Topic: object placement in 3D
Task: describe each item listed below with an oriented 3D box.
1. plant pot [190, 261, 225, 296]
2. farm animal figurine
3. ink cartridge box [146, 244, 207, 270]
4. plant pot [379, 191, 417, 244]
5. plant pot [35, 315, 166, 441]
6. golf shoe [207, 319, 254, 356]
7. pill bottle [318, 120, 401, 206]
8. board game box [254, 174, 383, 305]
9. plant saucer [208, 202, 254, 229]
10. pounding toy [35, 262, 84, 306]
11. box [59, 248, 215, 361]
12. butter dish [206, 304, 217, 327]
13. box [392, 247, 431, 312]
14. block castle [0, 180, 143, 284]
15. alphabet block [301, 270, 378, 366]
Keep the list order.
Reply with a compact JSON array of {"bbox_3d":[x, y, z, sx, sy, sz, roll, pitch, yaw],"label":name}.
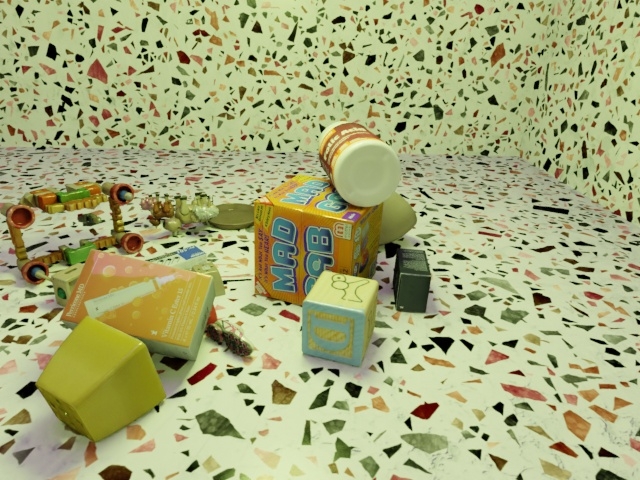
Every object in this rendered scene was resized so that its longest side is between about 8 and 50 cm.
[{"bbox_3d":[-0.409,0.139,1.721,0.109,0.096,0.109,-12,29,-27],"label":"plant pot"},{"bbox_3d":[-0.635,-0.116,2.167,0.327,0.172,0.330,-8,16,-18],"label":"farm animal figurine"},{"bbox_3d":[-0.558,0.082,1.886,0.207,0.046,0.097,-20,35,-40],"label":"ink cartridge box"},{"bbox_3d":[0.253,-0.089,2.125,0.284,0.284,0.191,26,68,40],"label":"plant pot"},{"bbox_3d":[-0.536,0.346,1.162,0.212,0.212,0.187,15,41,25],"label":"plant pot"},{"bbox_3d":[-0.257,0.285,1.458,0.186,0.067,0.086,22,30,36],"label":"golf shoe"},{"bbox_3d":[0.117,-0.286,1.692,0.224,0.224,0.392,-3,25,-11],"label":"pill bottle"},{"bbox_3d":[0.000,0.000,1.750,0.356,0.356,0.356,13,27,19],"label":"board game box"},{"bbox_3d":[-0.421,-0.116,2.330,0.278,0.041,0.278,2,24,-1],"label":"plant saucer"},{"bbox_3d":[-0.849,0.146,1.621,0.100,0.130,0.141,14,27,23],"label":"pounding toy"},{"bbox_3d":[-0.496,0.186,1.360,0.345,0.168,0.215,12,63,-2],"label":"box"},{"bbox_3d":[-0.430,0.221,1.533,0.160,0.160,0.118,-14,-13,-32],"label":"butter dish"},{"bbox_3d":[0.323,0.139,1.729,0.108,0.153,0.207,5,26,3],"label":"box"},{"bbox_3d":[-0.922,-0.048,1.834,0.213,0.303,0.453,17,27,41],"label":"block castle"},{"bbox_3d":[0.061,0.230,1.460,0.192,0.193,0.197,11,26,15],"label":"alphabet block"}]
